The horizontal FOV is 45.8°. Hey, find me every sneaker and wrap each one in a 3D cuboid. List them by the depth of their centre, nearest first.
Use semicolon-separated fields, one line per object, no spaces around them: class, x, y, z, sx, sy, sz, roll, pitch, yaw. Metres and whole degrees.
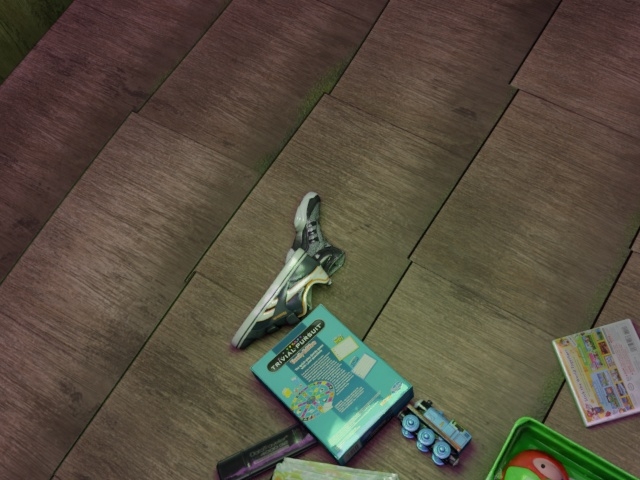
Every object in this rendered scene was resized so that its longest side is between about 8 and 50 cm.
sneaker;-0.105;0.181;1.998;0.127;0.126;0.321;38;100;-2
sneaker;0.000;0.000;2.100;0.153;0.101;0.269;10;74;12

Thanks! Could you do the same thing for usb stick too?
usb stick;-0.130;0.535;1.907;0.278;0.045;0.077;-26;57;-3

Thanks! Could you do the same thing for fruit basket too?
fruit basket;0.532;0.576;1.614;0.392;0.392;0.283;28;73;19

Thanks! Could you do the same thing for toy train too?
toy train;0.278;0.468;1.861;0.184;0.080;0.105;38;67;24

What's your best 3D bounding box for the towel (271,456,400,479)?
towel;0.022;0.706;1.741;0.320;0.090;0.375;3;76;24

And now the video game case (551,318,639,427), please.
video game case;0.714;0.327;1.884;0.206;0.026;0.227;-16;66;1

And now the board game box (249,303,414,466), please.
board game box;0.027;0.358;1.912;0.254;0.079;0.336;-41;59;-15
